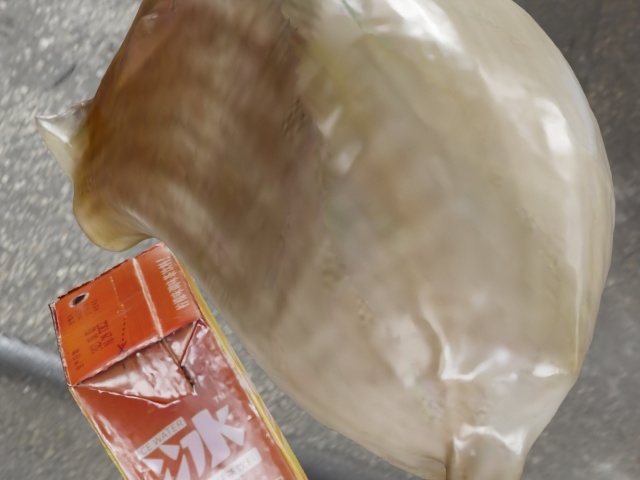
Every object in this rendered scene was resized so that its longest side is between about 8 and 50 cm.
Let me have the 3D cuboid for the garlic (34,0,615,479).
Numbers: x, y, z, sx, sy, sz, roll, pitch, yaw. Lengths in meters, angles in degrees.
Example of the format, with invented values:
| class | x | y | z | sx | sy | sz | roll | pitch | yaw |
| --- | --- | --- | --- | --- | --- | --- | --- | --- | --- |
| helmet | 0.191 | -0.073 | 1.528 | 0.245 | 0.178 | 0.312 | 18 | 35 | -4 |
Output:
| class | x | y | z | sx | sy | sz | roll | pitch | yaw |
| --- | --- | --- | --- | --- | --- | --- | --- | --- | --- |
| garlic | 0.010 | -0.002 | 0.395 | 0.090 | 0.128 | 0.198 | 20 | 22 | -47 |

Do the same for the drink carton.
| class | x | y | z | sx | sy | sz | roll | pitch | yaw |
| --- | --- | --- | --- | --- | --- | --- | --- | --- | --- |
| drink carton | -0.042 | 0.119 | 0.772 | 0.071 | 0.096 | 0.223 | -28 | 114 | -3 |
